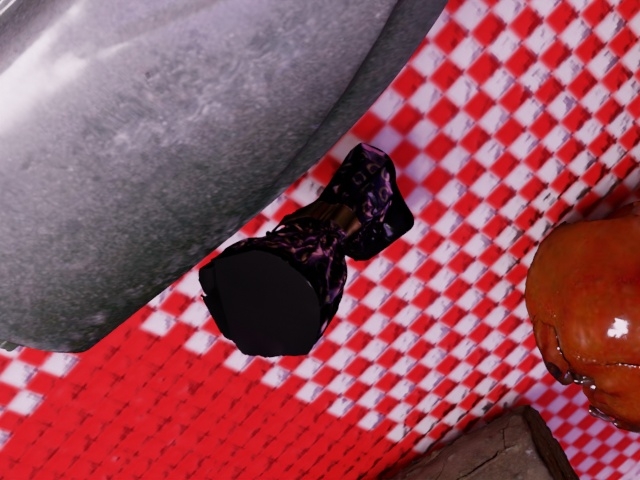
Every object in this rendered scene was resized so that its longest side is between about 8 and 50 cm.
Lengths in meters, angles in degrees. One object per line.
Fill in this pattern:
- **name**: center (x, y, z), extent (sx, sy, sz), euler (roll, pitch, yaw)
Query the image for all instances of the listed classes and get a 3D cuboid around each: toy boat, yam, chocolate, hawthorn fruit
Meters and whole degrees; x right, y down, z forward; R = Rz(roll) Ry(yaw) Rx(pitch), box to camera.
- **toy boat**: center (-0.055, -0.071, 0.377), extent (0.320, 0.092, 0.141), euler (-37, 138, 16)
- **yam**: center (0.074, 0.226, 0.650), extent (0.254, 0.154, 0.154), euler (-30, 132, 1)
- **chocolate**: center (0.001, -0.002, 0.463), extent (0.070, 0.147, 0.072), euler (28, 121, 6)
- **hawthorn fruit**: center (0.208, 0.030, 0.568), extent (0.172, 0.148, 0.148), euler (-43, 132, -2)
